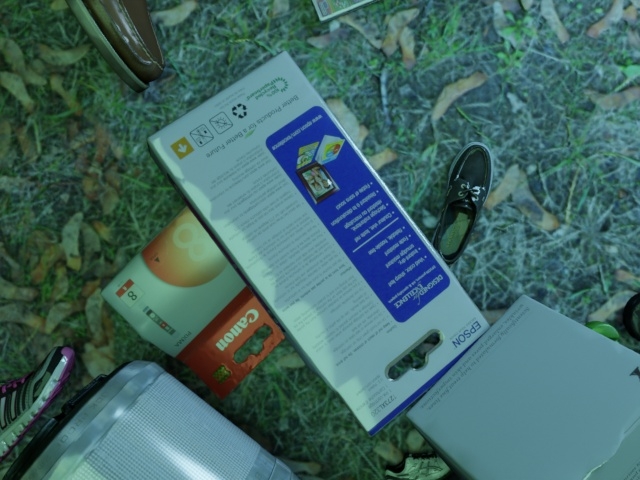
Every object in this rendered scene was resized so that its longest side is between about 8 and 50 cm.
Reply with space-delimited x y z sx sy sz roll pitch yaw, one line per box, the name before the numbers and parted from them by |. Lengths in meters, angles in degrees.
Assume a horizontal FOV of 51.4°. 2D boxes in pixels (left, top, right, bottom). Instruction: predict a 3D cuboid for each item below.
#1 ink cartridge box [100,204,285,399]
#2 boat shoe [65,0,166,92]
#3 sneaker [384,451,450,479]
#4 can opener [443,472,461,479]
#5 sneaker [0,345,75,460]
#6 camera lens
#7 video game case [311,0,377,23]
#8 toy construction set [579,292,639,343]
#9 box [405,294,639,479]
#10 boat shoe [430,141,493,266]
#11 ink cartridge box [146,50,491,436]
ink cartridge box | -0.127 0.069 0.729 0.145 0.045 0.179 -45 87 2
boat shoe | -0.225 -0.310 0.692 0.105 0.111 0.307 -26 90 3
sneaker | 0.109 0.246 0.730 0.083 0.032 0.036 -30 90 1
can opener | 0.197 0.256 0.704 0.280 0.093 0.074 -36 90 6
sneaker | -0.340 0.173 0.724 0.075 0.063 0.170 40 96 -6
camera lens | -0.152 0.269 0.643 0.274 0.219 0.219 38 91 1
video game case | 0.040 -0.303 0.735 0.122 0.011 0.087 -22 90 1
toy construction set | 0.451 0.171 0.619 0.258 0.237 0.308 -28 90 2
box | 0.215 0.177 0.626 0.181 0.182 0.119 -43 123 -8
boat shoe | 0.156 -0.039 0.721 0.049 0.040 0.142 17 91 1
ink cartridge box | 0.000 0.000 0.694 0.176 0.069 0.371 -37 87 -14
